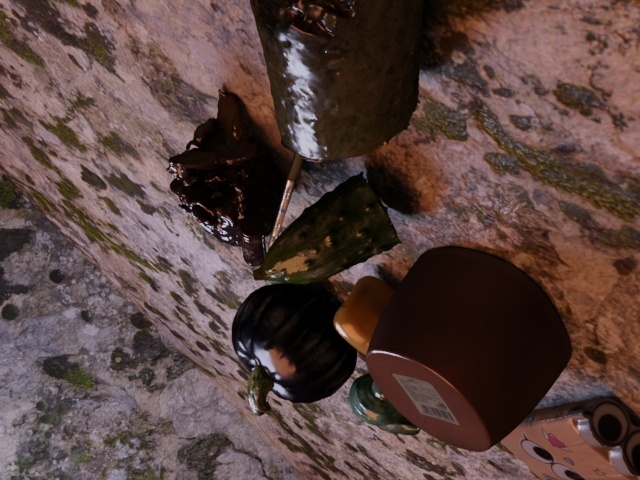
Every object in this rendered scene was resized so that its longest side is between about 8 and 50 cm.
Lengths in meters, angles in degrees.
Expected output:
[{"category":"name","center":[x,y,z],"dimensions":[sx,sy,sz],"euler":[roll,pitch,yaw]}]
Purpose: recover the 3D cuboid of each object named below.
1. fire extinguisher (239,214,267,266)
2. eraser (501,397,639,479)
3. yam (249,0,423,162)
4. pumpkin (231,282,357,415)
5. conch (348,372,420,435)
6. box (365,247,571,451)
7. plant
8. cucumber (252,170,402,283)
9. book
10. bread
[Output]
[{"category":"fire extinguisher","center":[-0.115,0.009,1.338],"dimensions":[0.064,0.043,0.158],"euler":[38,160,15]},{"category":"eraser","center":[0.447,0.357,1.360],"dimensions":[0.171,0.087,0.290],"euler":[41,155,-1]},{"category":"yam","center":[0.024,-0.243,0.886],"dimensions":[0.195,0.195,0.300],"euler":[29,153,24]},{"category":"pumpkin","center":[-0.085,0.249,1.711],"dimensions":[0.296,0.296,0.296],"euler":[32,153,19]},{"category":"conch","center":[0.149,0.362,1.717],"dimensions":[0.176,0.122,0.188],"euler":[33,175,21]},{"category":"box","center":[0.228,0.187,1.256],"dimensions":[0.301,0.216,0.301],"euler":[32,154,17]},{"category":"plant","center":[-0.161,-0.105,1.372],"dimensions":[0.178,0.204,0.234],"euler":[25,156,23]},{"category":"cucumber","center":[0.001,0.002,1.226],"dimensions":[0.134,0.244,0.134],"euler":[62,-178,-4]},{"category":"book","center":[-0.043,-0.106,1.231],"dimensions":[0.018,0.170,0.242],"euler":[17,152,-3]},{"category":"bread","center":[0.166,0.196,1.436],"dimensions":[0.305,0.142,0.091],"euler":[42,153,-8]}]
